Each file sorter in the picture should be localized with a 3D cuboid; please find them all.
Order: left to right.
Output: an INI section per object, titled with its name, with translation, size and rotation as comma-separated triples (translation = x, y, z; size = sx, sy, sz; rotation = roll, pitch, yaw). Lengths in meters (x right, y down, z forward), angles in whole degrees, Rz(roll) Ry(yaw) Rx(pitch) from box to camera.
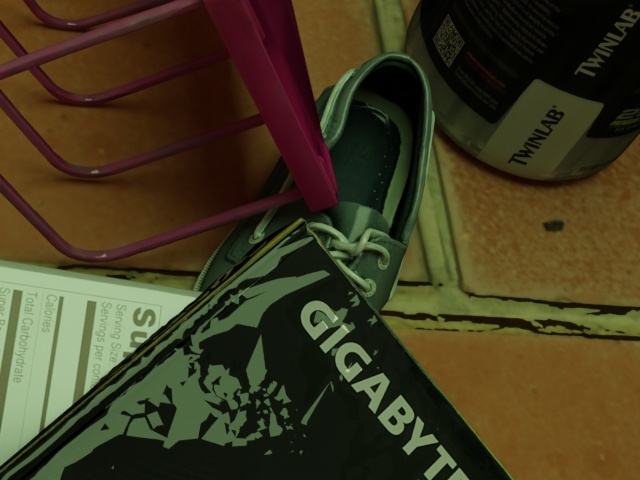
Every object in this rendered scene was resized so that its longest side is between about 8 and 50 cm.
[file sorter]
translation = -0.123, -0.163, 0.765
size = 0.182, 0.202, 0.290
rotation = -17, 56, 8

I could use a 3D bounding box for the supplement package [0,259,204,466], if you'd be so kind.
[supplement package]
translation = -0.157, 0.107, 0.570
size = 0.293, 0.177, 0.175
rotation = 10, 76, -17

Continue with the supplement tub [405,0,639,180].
[supplement tub]
translation = 0.212, -0.214, 0.874
size = 0.207, 0.338, 0.207
rotation = 11, 54, -15

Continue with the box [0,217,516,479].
[box]
translation = -0.007, 0.195, 0.467
size = 0.257, 0.079, 0.322
rotation = -40, 94, -21

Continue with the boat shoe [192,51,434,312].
[boat shoe]
translation = 0.000, 0.000, 0.788
size = 0.116, 0.099, 0.319
rotation = 28, 52, -6
